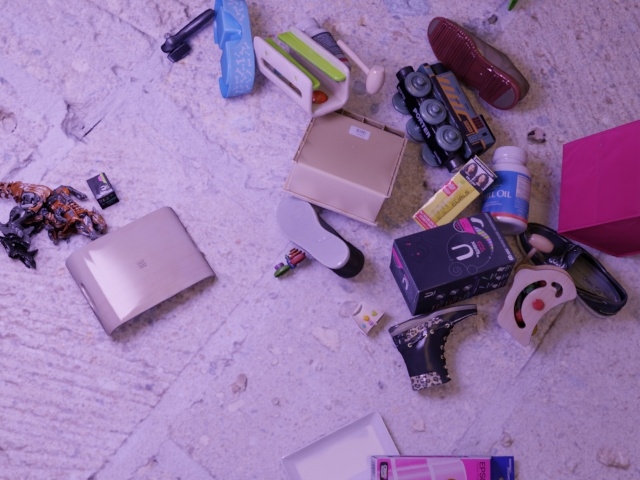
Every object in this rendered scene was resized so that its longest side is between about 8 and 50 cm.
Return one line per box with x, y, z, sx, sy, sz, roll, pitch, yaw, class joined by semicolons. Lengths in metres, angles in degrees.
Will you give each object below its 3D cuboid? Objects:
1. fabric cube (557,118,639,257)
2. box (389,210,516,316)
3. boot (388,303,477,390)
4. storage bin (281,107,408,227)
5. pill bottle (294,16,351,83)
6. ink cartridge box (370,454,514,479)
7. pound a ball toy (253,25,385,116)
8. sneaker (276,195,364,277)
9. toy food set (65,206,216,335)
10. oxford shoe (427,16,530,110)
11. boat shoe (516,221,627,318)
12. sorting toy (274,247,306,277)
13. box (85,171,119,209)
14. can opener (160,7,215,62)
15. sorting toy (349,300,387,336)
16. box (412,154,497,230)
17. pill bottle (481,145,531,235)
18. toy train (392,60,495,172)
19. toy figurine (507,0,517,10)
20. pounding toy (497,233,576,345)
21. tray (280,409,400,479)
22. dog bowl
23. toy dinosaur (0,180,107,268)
0.801;-0.125;1.817;0.254;0.259;0.258;19;71;-28;fabric cube
0.333;0.059;1.794;0.271;0.143;0.165;-18;59;-10;box
0.308;0.268;1.785;0.237;0.085;0.178;-17;80;-5;boot
0.070;-0.209;1.837;0.262;0.123;0.260;21;53;0;storage bin
-0.002;-0.526;1.956;0.108;0.108;0.180;-28;80;-13;pill bottle
0.304;0.609;1.685;0.371;0.069;0.175;3;80;-11;ink cartridge box
-0.006;-0.434;1.830;0.208;0.135;0.319;-25;51;-25;pound a ball toy
0.000;0.000;1.824;0.104;0.147;0.296;-48;53;2;sneaker
-0.449;0.072;1.765;0.306;0.092;0.219;-30;79;-21;toy food set
0.452;-0.516;2.018;0.348;0.123;0.130;49;49;9;oxford shoe
0.672;0.067;1.861;0.127;0.113;0.340;-39;82;-14;boat shoe
-0.085;0.052;1.814;0.102;0.061;0.042;-35;79;5;sorting toy
-0.558;-0.127;1.800;0.052;0.083;0.062;-29;79;-13;box
-0.368;-0.580;1.950;0.186;0.059;0.073;-44;126;0;can opener
0.117;0.197;1.807;0.075;0.045;0.083;39;75;13;sorting toy
0.354;-0.115;1.857;0.232;0.058;0.087;-44;83;13;box
0.503;-0.135;1.894;0.124;0.124;0.221;10;73;-3;pill bottle
0.337;-0.346;1.937;0.190;0.142;0.333;-21;76;-23;toy train
0.534;-0.788;2.095;0.159;0.130;0.173;31;52;12;toy figurine
0.569;0.129;1.819;0.154;0.155;0.269;23;104;11;pounding toy
0.050;0.536;1.710;0.270;0.030;0.145;-24;79;-12;tray
-0.236;-0.531;1.911;0.074;0.166;0.297;-4;75;-18;dog bowl
-0.710;-0.061;1.759;0.322;0.164;0.218;13;58;16;toy dinosaur
